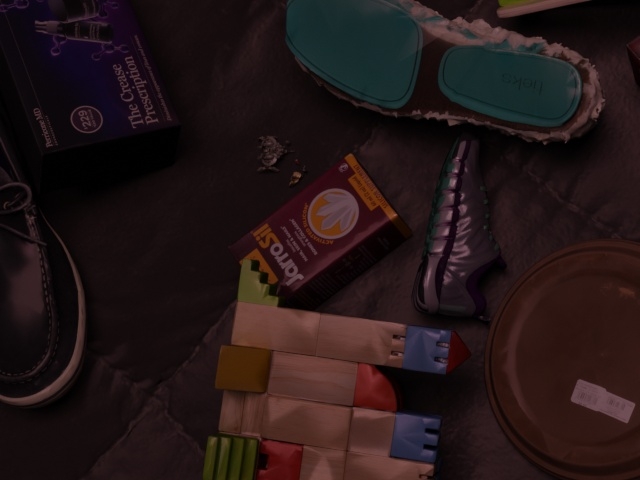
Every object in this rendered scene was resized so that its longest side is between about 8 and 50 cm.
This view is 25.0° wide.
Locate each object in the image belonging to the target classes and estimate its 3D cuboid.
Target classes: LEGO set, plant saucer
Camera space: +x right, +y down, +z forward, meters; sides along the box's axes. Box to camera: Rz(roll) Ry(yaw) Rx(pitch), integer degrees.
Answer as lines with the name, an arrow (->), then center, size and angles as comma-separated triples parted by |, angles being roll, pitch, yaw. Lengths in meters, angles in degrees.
LEGO set -> -0.053, -0.104, 1.799 | 0.083, 0.023, 0.054 | 26, 82, 23
plant saucer -> 0.304, 0.130, 1.572 | 0.278, 0.041, 0.277 | -7, 75, 26

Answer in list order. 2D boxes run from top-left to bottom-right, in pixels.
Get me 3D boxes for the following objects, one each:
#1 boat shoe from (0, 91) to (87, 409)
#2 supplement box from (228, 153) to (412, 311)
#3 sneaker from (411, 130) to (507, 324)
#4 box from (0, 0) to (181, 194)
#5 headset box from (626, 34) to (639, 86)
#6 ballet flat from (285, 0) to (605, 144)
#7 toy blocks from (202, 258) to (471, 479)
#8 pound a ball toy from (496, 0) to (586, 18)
boat shoe -> -0.432, -0.021, 1.825 | 0.187, 0.156, 0.500 | -23, 69, 8
supplement box -> 0.000, 0.000, 1.717 | 0.188, 0.081, 0.104 | -37, 66, 4
sneaker -> 0.176, -0.014, 1.682 | 0.098, 0.083, 0.223 | 14, 79, -2
box -> -0.309, -0.207, 1.831 | 0.184, 0.103, 0.261 | -16, 66, -19
headset box -> 0.500, -0.185, 1.600 | 0.218, 0.110, 0.293 | -38, 66, 3
ballet flat -> 0.149, -0.200, 1.710 | 0.409, 0.147, 0.147 | 22, 81, 24
toy blocks -> 0.022, 0.227, 1.595 | 0.261, 0.191, 0.381 | 8, 88, 9
pound a ball toy -> 0.335, -0.396, 1.641 | 0.319, 0.136, 0.208 | -8, 113, 31
